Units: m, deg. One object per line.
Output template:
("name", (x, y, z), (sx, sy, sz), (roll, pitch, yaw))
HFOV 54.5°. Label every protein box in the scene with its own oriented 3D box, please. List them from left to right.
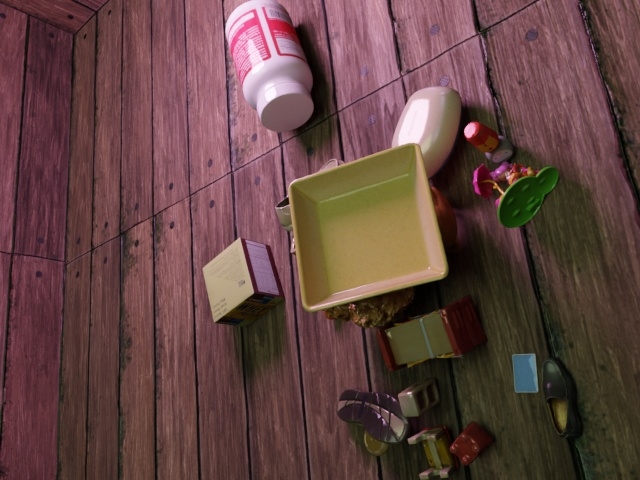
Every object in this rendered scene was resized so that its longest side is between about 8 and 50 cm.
("protein box", (-0.247, 0.137, 1.980), (0.199, 0.136, 0.201), (-37, 56, 30))

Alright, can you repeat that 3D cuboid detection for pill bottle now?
("pill bottle", (-0.157, -0.561, 2.008), (0.229, 0.229, 0.408), (-37, 57, 31))

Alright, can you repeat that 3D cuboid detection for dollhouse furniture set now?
("dollhouse furniture set", (0.294, 0.340, 1.445), (0.201, 0.152, 0.374), (-22, 83, 37))

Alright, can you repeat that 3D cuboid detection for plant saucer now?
("plant saucer", (0.106, -0.021, 1.413), (0.332, 0.081, 0.333), (-16, 66, 17))
("plant saucer", (0.140, 0.514, 1.606), (0.083, 0.015, 0.084), (-13, 71, 40))

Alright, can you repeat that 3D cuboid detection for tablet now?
("tablet", (0.453, 0.294, 1.375), (0.054, 0.006, 0.083), (-12, 72, 40))

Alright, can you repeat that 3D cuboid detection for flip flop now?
("flip flop", (0.141, 0.447, 1.584), (0.277, 0.080, 0.112), (-6, 58, 58))

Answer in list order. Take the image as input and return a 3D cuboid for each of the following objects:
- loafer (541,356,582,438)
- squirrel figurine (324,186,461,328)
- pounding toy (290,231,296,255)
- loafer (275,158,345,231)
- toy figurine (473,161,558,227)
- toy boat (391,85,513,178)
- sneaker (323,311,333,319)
("loafer", (0.495, 0.324, 1.290), (0.062, 0.061, 0.170), (-30, 60, 35))
("squirrel figurine", (0.160, 0.033, 1.562), (0.370, 0.281, 0.397), (-3, 73, 30))
("pounding toy", (0.000, 0.000, 1.826), (0.141, 0.100, 0.130), (-19, 53, 36))
("loafer", (-0.029, -0.146, 1.823), (0.268, 0.092, 0.102), (-50, 32, -10))
("toy figurine", (0.432, -0.137, 1.445), (0.173, 0.130, 0.159), (-42, 41, 1))
("toy boat", (0.322, -0.251, 1.559), (0.318, 0.148, 0.268), (18, 87, 52))
("sneaker", (0.029, 0.140, 1.786), (0.067, 0.064, 0.175), (144, 124, -77))
